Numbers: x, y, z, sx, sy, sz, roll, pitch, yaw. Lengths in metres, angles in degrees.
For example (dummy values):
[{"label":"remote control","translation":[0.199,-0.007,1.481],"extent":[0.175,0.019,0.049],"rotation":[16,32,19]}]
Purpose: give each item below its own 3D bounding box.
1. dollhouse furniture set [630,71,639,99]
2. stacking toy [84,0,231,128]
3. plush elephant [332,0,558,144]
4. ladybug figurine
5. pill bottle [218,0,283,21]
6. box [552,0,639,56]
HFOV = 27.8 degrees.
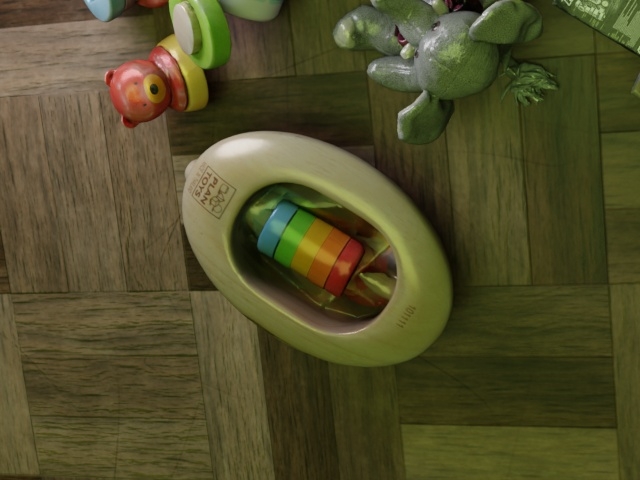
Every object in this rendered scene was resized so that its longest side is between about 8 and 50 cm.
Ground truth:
[{"label":"dollhouse furniture set","translation":[0.601,-0.272,1.667],"extent":[0.286,0.198,0.303],"rotation":[33,72,-12]},{"label":"stacking toy","translation":[-0.263,-0.326,1.853],"extent":[0.309,0.130,0.279],"rotation":[64,157,-2]},{"label":"plush elephant","translation":[0.164,-0.280,1.729],"extent":[0.330,0.255,0.272],"rotation":[41,113,5]},{"label":"ladybug figurine","translation":[0.000,0.000,1.909],"extent":[0.449,0.162,0.305],"rotation":[35,113,7]},{"label":"pill bottle","translation":[-0.087,-0.456,1.829],"extent":[0.146,0.146,0.264],"rotation":[26,110,11]},{"label":"box","translation":[0.420,-0.356,1.719],"extent":[0.147,0.077,0.180],"rotation":[32,111,9]}]
